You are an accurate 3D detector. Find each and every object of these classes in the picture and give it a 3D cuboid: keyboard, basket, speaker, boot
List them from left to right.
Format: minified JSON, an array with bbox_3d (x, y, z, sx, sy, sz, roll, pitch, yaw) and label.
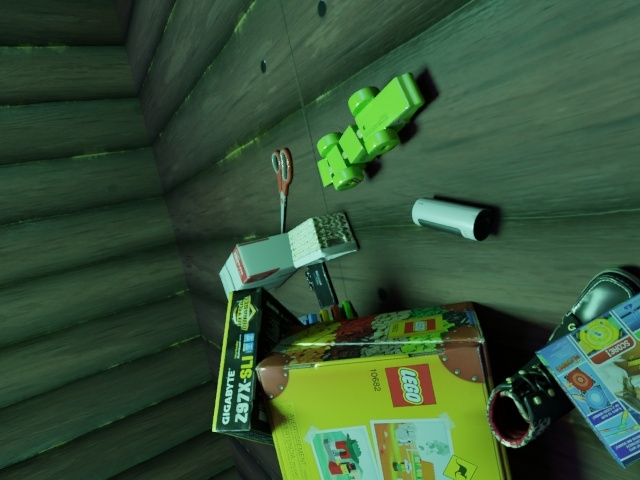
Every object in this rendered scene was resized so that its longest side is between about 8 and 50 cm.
[{"bbox_3d":[-0.008,0.111,1.212,0.108,0.023,0.180,-26,80,53],"label":"keyboard"},{"bbox_3d":[0.000,0.000,1.058,0.167,0.113,0.103,-25,79,60],"label":"basket"},{"bbox_3d":[0.228,-0.040,0.714,0.136,0.055,0.055,23,123,53],"label":"speaker"},{"bbox_3d":[0.318,0.159,0.533,0.085,0.178,0.236,42,138,44],"label":"boot"}]

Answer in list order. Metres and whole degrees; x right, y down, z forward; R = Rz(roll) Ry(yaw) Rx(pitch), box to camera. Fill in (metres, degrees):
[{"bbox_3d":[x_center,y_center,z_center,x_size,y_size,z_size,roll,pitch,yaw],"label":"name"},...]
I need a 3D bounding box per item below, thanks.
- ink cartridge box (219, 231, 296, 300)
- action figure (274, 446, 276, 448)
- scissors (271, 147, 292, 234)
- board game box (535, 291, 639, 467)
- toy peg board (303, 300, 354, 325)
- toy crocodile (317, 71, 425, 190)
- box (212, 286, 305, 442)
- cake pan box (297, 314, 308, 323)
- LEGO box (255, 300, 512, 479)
[{"bbox_3d":[-0.199,0.091,1.344,0.273,0.197,0.114,-45,64,56],"label":"ink cartridge box"},{"bbox_3d":[-0.061,0.736,1.526,0.341,0.178,0.330,42,153,0],"label":"action figure"},{"bbox_3d":[-0.112,-0.136,1.265,0.109,0.021,0.297,24,122,51],"label":"scissors"},{"bbox_3d":[0.369,0.130,0.447,0.136,0.201,0.035,60,-169,23],"label":"board game box"},{"bbox_3d":[0.011,0.232,1.117,0.161,0.160,0.079,117,144,-50],"label":"toy peg board"},{"bbox_3d":[0.089,-0.203,0.836,0.340,0.105,0.115,-42,67,52],"label":"toy crocodile"},{"bbox_3d":[-0.091,0.276,0.848,0.322,0.079,0.257,56,-150,-53],"label":"box"},{"bbox_3d":[-0.071,0.411,1.417,0.246,0.070,0.267,66,149,17],"label":"cake pan box"},{"bbox_3d":[0.139,0.399,0.746,0.372,0.193,0.500,-11,96,16],"label":"LEGO box"}]
